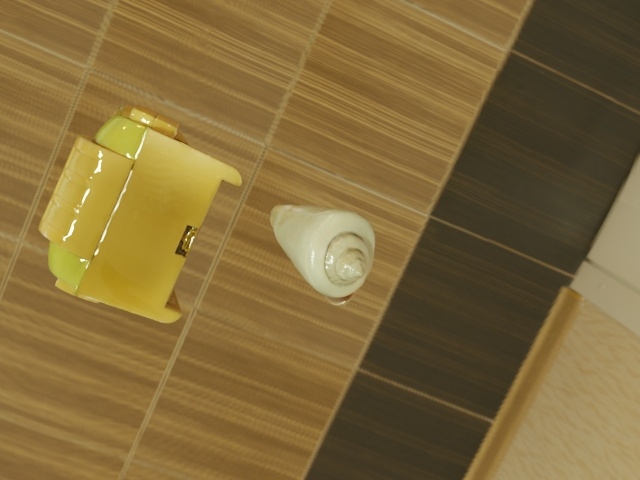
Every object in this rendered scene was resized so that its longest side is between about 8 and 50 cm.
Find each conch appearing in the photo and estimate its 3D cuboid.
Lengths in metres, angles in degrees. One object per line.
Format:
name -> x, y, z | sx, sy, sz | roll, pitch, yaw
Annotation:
conch -> -0.005, 0.011, 0.911 | 0.104, 0.176, 0.094 | 30, 77, -40

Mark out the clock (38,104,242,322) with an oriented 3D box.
clock -> -0.245, -0.049, 1.124 | 0.200, 0.317, 0.244 | 27, 93, -16
